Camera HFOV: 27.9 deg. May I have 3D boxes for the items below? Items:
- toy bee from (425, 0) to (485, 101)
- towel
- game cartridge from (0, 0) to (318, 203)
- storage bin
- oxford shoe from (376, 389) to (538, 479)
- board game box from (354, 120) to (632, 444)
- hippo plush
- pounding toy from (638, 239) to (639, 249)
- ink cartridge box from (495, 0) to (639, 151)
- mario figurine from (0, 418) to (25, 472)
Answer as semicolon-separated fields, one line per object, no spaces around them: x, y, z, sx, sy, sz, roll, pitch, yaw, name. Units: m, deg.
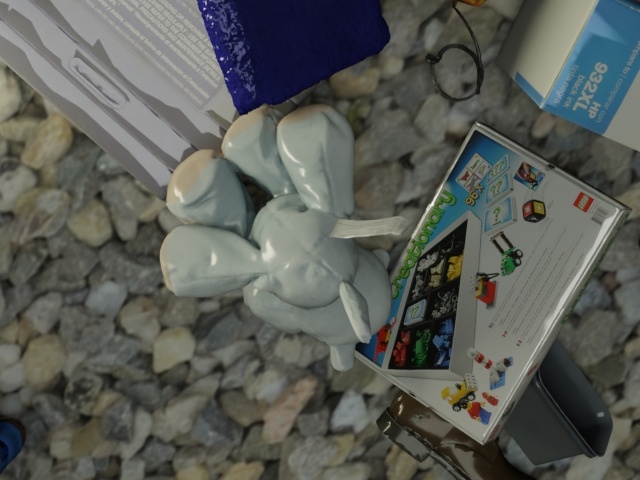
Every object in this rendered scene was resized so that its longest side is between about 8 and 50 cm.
0.166;-0.301;1.307;0.195;0.162;0.298;-2;90;27;toy bee
-0.056;-0.306;1.311;0.228;0.076;0.308;-31;110;-36;towel
-0.199;-0.218;1.400;0.355;0.068;0.230;43;97;-10;game cartridge
0.263;0.193;1.502;0.091;0.098;0.135;-28;106;35;storage bin
0.185;0.243;1.514;0.227;0.083;0.096;34;98;-10;oxford shoe
0.183;0.047;1.432;0.193;0.053;0.305;34;105;21;board game box
0.000;0.000;1.375;0.294;0.236;0.234;12;75;29;hippo plush
0.449;0.038;1.421;0.155;0.154;0.269;-20;105;5;pounding toy
0.360;-0.157;1.318;0.308;0.223;0.129;22;106;-12;ink cartridge box
-0.432;0.264;1.392;0.198;0.320;0.170;26;103;-6;mario figurine
